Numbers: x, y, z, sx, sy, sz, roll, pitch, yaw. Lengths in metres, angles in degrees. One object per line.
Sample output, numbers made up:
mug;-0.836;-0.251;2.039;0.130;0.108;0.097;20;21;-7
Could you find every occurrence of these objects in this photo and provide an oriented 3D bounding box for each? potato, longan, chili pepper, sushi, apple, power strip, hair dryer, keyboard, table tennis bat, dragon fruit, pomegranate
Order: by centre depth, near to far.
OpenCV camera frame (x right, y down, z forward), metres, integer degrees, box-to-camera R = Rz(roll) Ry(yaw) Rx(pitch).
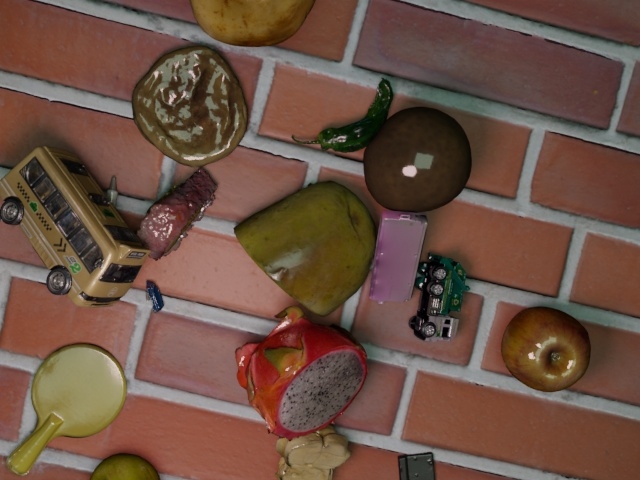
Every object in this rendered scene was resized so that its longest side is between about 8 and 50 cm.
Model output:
pomegranate;-0.154;-0.597;1.712;0.332;0.332;0.333;0;94;-4
longan;0.227;-0.188;1.794;0.258;0.258;0.258;0;94;-4
sushi;-0.346;-0.065;1.807;0.107;0.161;0.241;40;92;-4
potato;0.000;0.000;1.810;0.280;0.213;0.330;-45;97;0
dragon fruit;-0.060;0.300;1.812;0.305;0.225;0.306;-23;132;-27
apple;-0.470;0.616;1.835;0.156;0.196;0.197;17;93;-40
power strip;0.185;0.042;1.841;0.109;0.038;0.279;4;128;-3
hair dryer;-0.533;-0.070;1.861;0.154;0.044;0.183;-5;89;-4
chili pepper;0.076;-0.280;1.870;0.278;0.065;0.122;-32;86;-3
apple;0.554;0.266;1.874;0.211;0.188;0.211;0;96;0
table tennis bat;-0.637;0.424;1.880;0.224;0.054;0.369;38;86;-6
keyboard;0.255;0.704;1.967;0.100;0.018;0.310;-6;94;-5

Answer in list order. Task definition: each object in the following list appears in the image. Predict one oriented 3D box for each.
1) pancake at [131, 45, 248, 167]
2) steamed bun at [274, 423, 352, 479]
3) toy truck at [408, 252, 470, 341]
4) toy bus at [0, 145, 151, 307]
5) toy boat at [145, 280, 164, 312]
pancake;-0.316;-0.321;1.849;0.294;0.049;0.295;0;94;-2
steamed bun;-0.022;0.525;1.885;0.192;0.106;0.178;-4;123;-13
toy truck;0.301;0.145;1.892;0.116;0.110;0.216;8;93;-15
toy bus;-0.560;-0.030;1.731;0.202;0.177;0.365;-42;75;11
toy boat;-0.415;0.139;1.881;0.038;0.038;0.083;-17;95;-2
